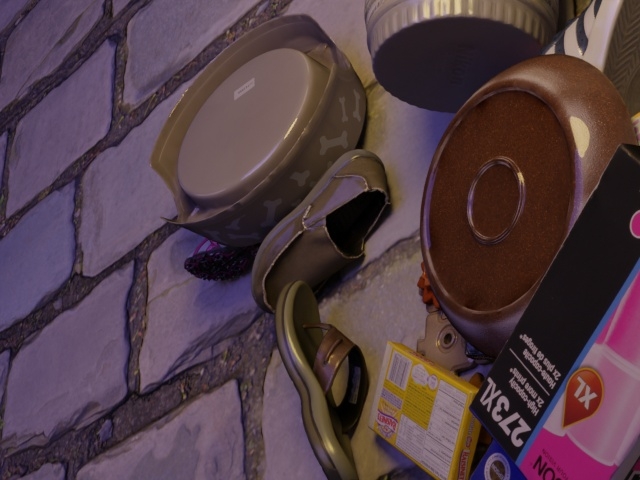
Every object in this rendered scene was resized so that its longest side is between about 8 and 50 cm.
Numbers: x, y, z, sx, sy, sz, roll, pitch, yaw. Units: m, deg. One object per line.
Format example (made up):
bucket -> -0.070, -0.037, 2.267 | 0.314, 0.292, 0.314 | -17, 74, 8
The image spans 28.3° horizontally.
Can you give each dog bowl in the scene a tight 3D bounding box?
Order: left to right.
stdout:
dog bowl -> -0.084, -0.144, 1.744 | 0.349, 0.102, 0.349 | -29, 39, 27

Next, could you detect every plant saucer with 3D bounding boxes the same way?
plant saucer -> 0.187, -0.036, 1.253 | 0.310, 0.050, 0.311 | -23, 62, 54

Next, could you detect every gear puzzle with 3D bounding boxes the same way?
gear puzzle -> 0.159, 0.069, 1.401 | 0.175, 0.044, 0.339 | -22, 54, 45

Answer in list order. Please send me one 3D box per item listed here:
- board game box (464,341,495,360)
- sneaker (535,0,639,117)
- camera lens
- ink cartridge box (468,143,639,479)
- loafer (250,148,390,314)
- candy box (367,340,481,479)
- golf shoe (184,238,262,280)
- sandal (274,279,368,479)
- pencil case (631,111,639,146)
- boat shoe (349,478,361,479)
board game box -> 0.238, 0.065, 1.280 | 0.186, 0.026, 0.126 | 1, 72, 40
sneaker -> 0.275, -0.189, 1.315 | 0.148, 0.131, 0.350 | 24, 91, 51
camera lens -> 0.162, -0.314, 1.460 | 0.219, 0.219, 0.274 | -24, 53, 45
ink cartridge box -> 0.235, 0.119, 1.082 | 0.176, 0.069, 0.371 | 52, 126, 47
loafer -> 0.000, 0.000, 1.610 | 0.251, 0.094, 0.087 | -56, 32, 16
candy box -> 0.112, 0.184, 1.368 | 0.206, 0.027, 0.105 | -153, 73, -66
golf shoe -> -0.118, -0.001, 1.800 | 0.186, 0.067, 0.086 | -25, 43, 33
sandal -> 0.018, 0.171, 1.497 | 0.086, 0.120, 0.303 | -26, 48, 8
pencil case -> 0.351, -0.004, 1.128 | 0.113, 0.124, 0.273 | -17, 46, -3
boat shoe -> 0.017, 0.372, 1.264 | 0.092, 0.103, 0.285 | 17, 65, 16
